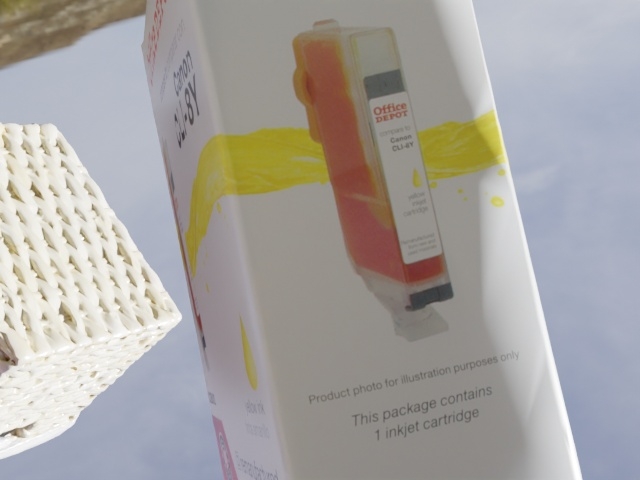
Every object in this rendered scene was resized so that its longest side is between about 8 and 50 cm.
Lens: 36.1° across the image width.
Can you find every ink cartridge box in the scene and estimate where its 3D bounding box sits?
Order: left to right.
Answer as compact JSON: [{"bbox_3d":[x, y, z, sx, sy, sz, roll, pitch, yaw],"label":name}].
[{"bbox_3d":[0.000,0.000,0.625,0.161,0.384,0.279,-10,175,-14],"label":"ink cartridge box"}]

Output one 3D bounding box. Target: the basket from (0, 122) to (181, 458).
[{"bbox_3d":[-0.394,0.063,1.111,0.266,0.331,0.328,-38,168,22],"label":"basket"}]
